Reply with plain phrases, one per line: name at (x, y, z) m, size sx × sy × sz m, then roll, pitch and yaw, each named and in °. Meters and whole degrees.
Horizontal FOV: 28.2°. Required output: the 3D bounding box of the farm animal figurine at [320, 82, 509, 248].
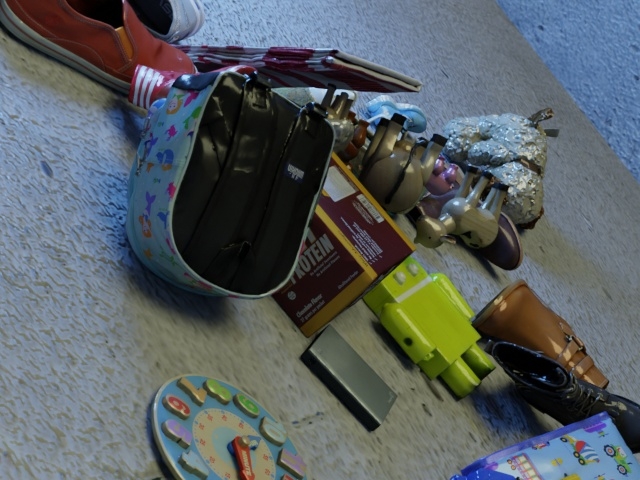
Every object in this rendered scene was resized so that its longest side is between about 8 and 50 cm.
farm animal figurine at (0.119, -0.081, 1.960) m, size 0.330 × 0.172 × 0.327 m, roll 25°, pitch -3°, yaw 9°

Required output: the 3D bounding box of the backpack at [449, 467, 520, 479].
backpack at (0.195, 0.355, 1.570) m, size 0.101 × 0.098 × 0.120 m, roll 9°, pitch 34°, yaw -10°

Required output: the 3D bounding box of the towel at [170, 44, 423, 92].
towel at (-0.044, -0.252, 1.921) m, size 0.237 × 0.329 × 0.037 m, roll 8°, pitch 90°, yaw -54°

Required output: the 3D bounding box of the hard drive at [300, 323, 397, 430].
hard drive at (0.039, 0.179, 1.668) m, size 0.135 × 0.022 × 0.094 m, roll 47°, pitch 24°, yaw -1°

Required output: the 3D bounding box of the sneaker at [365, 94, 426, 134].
sneaker at (0.148, -0.224, 2.449) m, size 0.162 × 0.063 × 0.073 m, roll 10°, pitch 60°, yaw -47°

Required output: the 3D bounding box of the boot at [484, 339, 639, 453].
boot at (0.378, 0.237, 1.920) m, size 0.263 × 0.091 × 0.229 m, roll 23°, pitch -8°, yaw 21°

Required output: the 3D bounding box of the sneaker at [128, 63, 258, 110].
sneaker at (-0.181, -0.217, 1.750) m, size 0.128 × 0.087 × 0.221 m, roll 24°, pitch 19°, yaw 20°

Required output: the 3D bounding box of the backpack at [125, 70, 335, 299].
backpack at (-0.119, -0.058, 1.540) m, size 0.225 × 0.191 × 0.253 m, roll 24°, pitch 71°, yaw -39°

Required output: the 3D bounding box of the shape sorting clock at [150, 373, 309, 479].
shape sorting clock at (-0.092, 0.223, 1.361) m, size 0.206 × 0.040 × 0.206 m, roll 37°, pitch 25°, yaw -21°

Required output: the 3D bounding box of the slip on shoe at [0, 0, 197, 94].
slip on shoe at (-0.286, -0.284, 1.753) m, size 0.331 × 0.101 × 0.123 m, roll 22°, pitch 32°, yaw -46°

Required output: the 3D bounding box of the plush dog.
plush dog at (0.391, -0.137, 2.573) m, size 0.262 × 0.211 × 0.225 m, roll 25°, pitch 55°, yaw -40°

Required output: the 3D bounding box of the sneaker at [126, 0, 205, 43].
sneaker at (-0.291, -0.416, 1.941) m, size 0.281 × 0.105 × 0.115 m, roll 43°, pitch 24°, yaw -10°

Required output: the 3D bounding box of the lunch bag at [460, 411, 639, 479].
lunch bag at (0.334, 0.378, 1.744) m, size 0.293 × 0.138 × 0.221 m, roll -2°, pitch 55°, yaw -48°

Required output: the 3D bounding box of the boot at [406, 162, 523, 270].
boot at (0.239, -0.030, 2.284) m, size 0.207 × 0.090 × 0.248 m, roll -19°, pitch 69°, yaw -51°

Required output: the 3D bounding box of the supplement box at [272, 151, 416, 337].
supplement box at (0.000, 0.000, 1.748) m, size 0.191 × 0.129 × 0.194 m, roll 50°, pitch 24°, yaw 5°

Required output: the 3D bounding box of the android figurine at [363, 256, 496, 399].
android figurine at (0.155, 0.111, 1.930) m, size 0.273 × 0.056 × 0.248 m, roll 52°, pitch 25°, yaw 8°

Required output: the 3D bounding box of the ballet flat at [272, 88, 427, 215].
ballet flat at (0.050, -0.193, 2.150) m, size 0.348 × 0.123 × 0.123 m, roll 44°, pitch 24°, yaw -6°

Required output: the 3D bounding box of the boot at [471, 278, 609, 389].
boot at (0.370, 0.183, 2.119) m, size 0.220 × 0.109 × 0.283 m, roll 52°, pitch 12°, yaw 19°
